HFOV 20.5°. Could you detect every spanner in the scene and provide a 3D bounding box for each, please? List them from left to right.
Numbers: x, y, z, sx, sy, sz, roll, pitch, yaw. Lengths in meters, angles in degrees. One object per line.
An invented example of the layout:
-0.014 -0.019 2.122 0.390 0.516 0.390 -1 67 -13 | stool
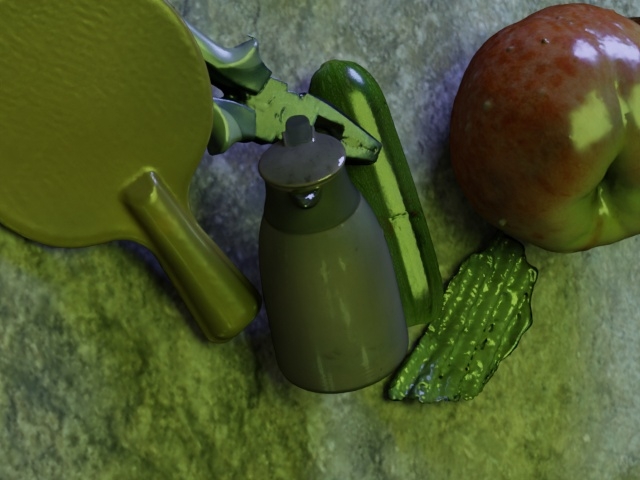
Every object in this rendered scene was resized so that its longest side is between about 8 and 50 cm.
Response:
-0.096 -0.122 1.349 0.325 0.040 0.096 21 79 -23 | spanner

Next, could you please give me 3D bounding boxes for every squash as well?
0.046 -0.039 1.451 0.066 0.066 0.229 -18 91 -39 | squash

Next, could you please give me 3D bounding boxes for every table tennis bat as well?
-0.144 -0.053 1.292 0.198 0.050 0.321 -40 114 -11 | table tennis bat

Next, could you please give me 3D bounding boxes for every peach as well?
0.213 -0.103 1.527 0.232 0.232 0.232 10 73 -35 | peach

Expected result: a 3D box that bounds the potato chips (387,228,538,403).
0.131 0.080 1.508 0.092 0.028 0.207 47 54 -17 | potato chips

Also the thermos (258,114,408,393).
0.000 0.000 1.339 0.137 0.105 0.193 -88 167 -53 | thermos

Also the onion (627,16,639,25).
0.295 -0.151 1.643 0.118 0.118 0.117 24 61 -31 | onion
